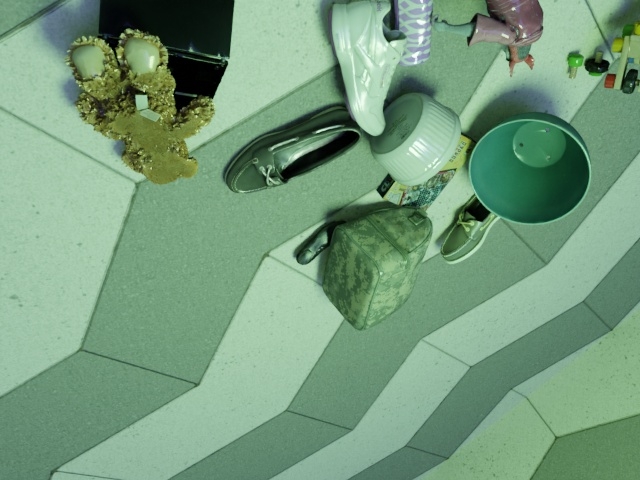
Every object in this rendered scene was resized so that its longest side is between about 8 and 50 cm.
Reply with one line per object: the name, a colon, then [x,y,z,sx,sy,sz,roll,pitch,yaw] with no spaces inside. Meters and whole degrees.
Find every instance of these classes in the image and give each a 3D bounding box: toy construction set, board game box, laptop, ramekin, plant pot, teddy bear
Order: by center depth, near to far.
teddy bear: [-0.330,-0.250,1.043,0.245,0.113,0.338,-22,146,11]
laptop: [-0.299,-0.378,1.048,0.234,0.137,0.264,3,152,-27]
ramekin: [0.209,-0.242,1.290,0.109,0.207,0.207,31,110,-31]
toy construction set: [0.809,-0.483,1.322,0.257,0.309,0.237,-21,130,-20]
plant pot: [0.555,-0.215,1.459,0.195,0.290,0.290,-51,155,-46]
board game box: [0.281,-0.192,1.474,0.165,0.042,0.243,18,118,-36]

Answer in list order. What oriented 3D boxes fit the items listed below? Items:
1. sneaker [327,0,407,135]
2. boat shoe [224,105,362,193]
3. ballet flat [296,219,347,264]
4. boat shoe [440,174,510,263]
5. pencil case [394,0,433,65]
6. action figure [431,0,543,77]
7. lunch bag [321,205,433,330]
sneaker: [0.116,-0.352,1.174,0.152,0.114,0.305,-9,135,12]
boat shoe: [-0.062,-0.193,1.266,0.335,0.096,0.112,-29,135,-1]
ballet flat: [0.000,0.000,1.512,0.173,0.049,0.057,-39,107,3]
boat shoe: [0.451,-0.065,1.627,0.305,0.109,0.091,-49,132,10]
pencil case: [0.188,-0.468,1.158,0.088,0.086,0.206,-23,135,-13]
action figure: [0.375,-0.499,1.082,0.248,0.275,0.370,-45,121,-24]
lunch bag: [0.167,0.066,1.518,0.255,0.213,0.305,-22,144,-28]
